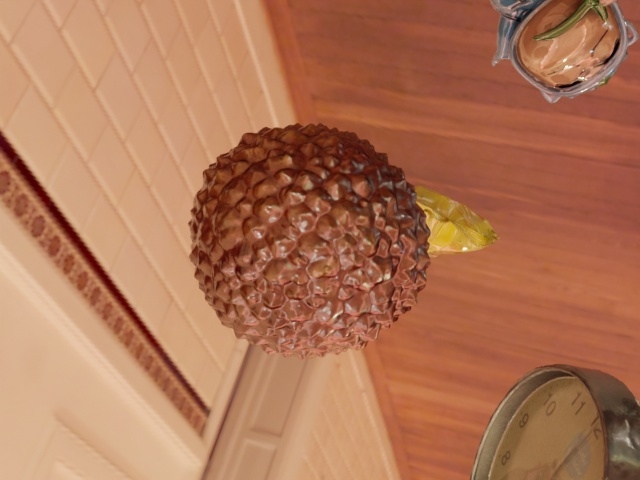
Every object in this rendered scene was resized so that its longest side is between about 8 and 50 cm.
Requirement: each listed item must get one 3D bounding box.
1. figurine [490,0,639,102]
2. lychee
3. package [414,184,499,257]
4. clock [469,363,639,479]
[{"bbox_3d":[0.190,-0.201,0.774,0.178,0.114,0.144,53,-173,-5],"label":"figurine"},{"bbox_3d":[0.000,0.000,0.685,0.188,0.188,0.188,16,154,8],"label":"lychee"},{"bbox_3d":[0.161,-0.027,1.399,0.168,0.090,0.226,24,172,-20],"label":"package"},{"bbox_3d":[0.249,0.269,0.994,0.055,0.280,0.280,19,155,-15],"label":"clock"}]
